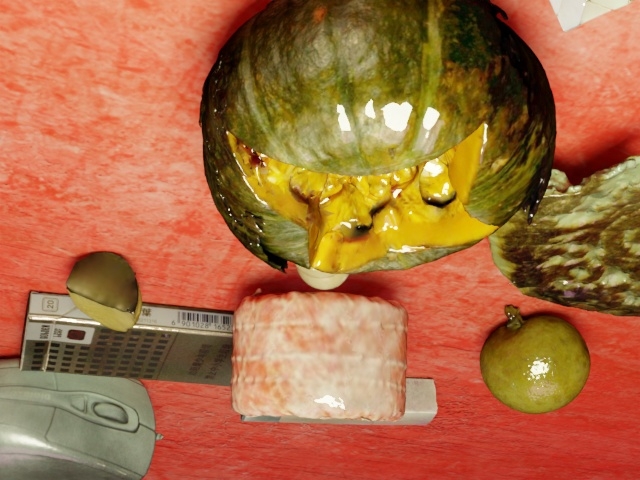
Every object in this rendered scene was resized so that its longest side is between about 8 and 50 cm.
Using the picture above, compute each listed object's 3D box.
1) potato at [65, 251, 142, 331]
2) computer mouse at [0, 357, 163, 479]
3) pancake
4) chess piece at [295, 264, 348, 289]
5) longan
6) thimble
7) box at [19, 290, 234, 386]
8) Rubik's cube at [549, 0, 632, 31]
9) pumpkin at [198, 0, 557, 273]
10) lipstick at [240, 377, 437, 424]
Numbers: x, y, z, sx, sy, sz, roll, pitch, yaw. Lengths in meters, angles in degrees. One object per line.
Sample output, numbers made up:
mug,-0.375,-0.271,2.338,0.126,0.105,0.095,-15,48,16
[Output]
potato,-0.267,0.067,1.178,0.096,0.066,0.103,26,155,-2
computer mouse,-0.401,0.262,1.377,0.371,0.188,0.122,12,141,-26
pancake,0.350,-0.003,1.098,0.427,0.066,0.305,18,146,-33
chess piece,0.000,0.000,1.079,0.094,0.094,0.170,-6,157,4
longan,0.305,0.168,1.344,0.155,0.176,0.145,-30,-172,4
thimble,-0.001,0.149,1.195,0.239,0.162,0.239,3,170,0
box,-0.256,0.146,1.325,0.325,0.047,0.180,8,147,-17
Rubik's cube,0.222,-0.219,0.741,0.084,0.075,0.073,-24,99,31
pumpkin,0.047,-0.096,0.810,0.321,0.192,0.320,-2,151,-1
lipstick,0.030,0.262,1.526,0.318,0.066,0.068,4,147,-11
